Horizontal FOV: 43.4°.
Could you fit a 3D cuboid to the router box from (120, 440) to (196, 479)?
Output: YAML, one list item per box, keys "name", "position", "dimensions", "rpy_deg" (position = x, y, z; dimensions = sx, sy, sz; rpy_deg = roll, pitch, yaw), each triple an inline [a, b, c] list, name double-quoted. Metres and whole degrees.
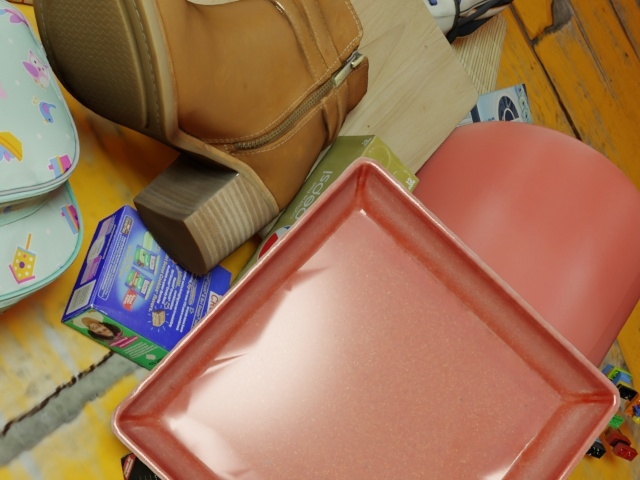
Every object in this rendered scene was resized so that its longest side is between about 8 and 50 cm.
- name: "router box"
  position: [-0.083, 0.200, 0.566]
  dimensions: [0.092, 0.038, 0.123]
  rpy_deg: [2, 71, -49]

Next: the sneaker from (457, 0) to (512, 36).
- name: "sneaker"
  position: [0.149, -0.329, 1.072]
  dimensions: [0.321, 0.127, 0.126]
  rpy_deg: [-15, 76, -28]

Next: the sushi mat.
- name: "sushi mat"
  position: [0.227, -0.304, 1.223]
  dimensions: [0.151, 0.019, 0.317]
  rpy_deg: [46, 41, -26]

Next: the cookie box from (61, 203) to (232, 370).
- name: "cookie box"
  position: [-0.124, 0.042, 0.598]
  dimensions: [0.107, 0.040, 0.092]
  rpy_deg: [37, 46, -32]

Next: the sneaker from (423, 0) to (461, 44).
- name: "sneaker"
  position: [0.045, -0.273, 0.852]
  dimensions: [0.315, 0.182, 0.128]
  rpy_deg: [18, 57, -45]

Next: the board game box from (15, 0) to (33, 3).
- name: "board game box"
  position: [-0.190, -0.261, 0.675]
  dimensions: [0.193, 0.045, 0.147]
  rpy_deg: [-6, 76, -52]

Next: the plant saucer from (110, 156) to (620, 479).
- name: "plant saucer"
  position: [0.037, 0.117, 0.561]
  dimensions: [0.259, 0.048, 0.258]
  rpy_deg: [43, 74, 0]

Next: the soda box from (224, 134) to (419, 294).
- name: "soda box"
  position: [0.000, 0.000, 0.655]
  dimensions: [0.061, 0.058, 0.181]
  rpy_deg: [43, 72, -28]

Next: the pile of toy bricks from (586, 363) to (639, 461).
- name: "pile of toy bricks"
  position: [0.349, 0.198, 1.057]
  dimensions: [0.212, 0.118, 0.105]
  rpy_deg: [25, 23, -21]

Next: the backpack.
- name: "backpack"
  position: [-0.220, -0.039, 0.446]
  dimensions: [0.166, 0.144, 0.189]
  rpy_deg: [-25, 94, -58]

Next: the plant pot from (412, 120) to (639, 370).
- name: "plant pot"
  position: [0.148, 0.065, 0.753]
  dimensions: [0.275, 0.275, 0.243]
  rpy_deg: [51, 51, -19]

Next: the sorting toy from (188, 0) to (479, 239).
- name: "sorting toy"
  position: [-0.019, -0.142, 0.718]
  dimensions: [0.257, 0.089, 0.255]
  rpy_deg: [-48, 117, -19]

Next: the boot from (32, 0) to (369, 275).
- name: "boot"
  position: [-0.052, -0.134, 0.541]
  dimensions: [0.220, 0.109, 0.283]
  rpy_deg: [-49, 141, -27]

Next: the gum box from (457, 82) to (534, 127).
- name: "gum box"
  position: [0.254, -0.131, 1.125]
  dimensions: [0.184, 0.041, 0.157]
  rpy_deg: [-25, 102, -52]
